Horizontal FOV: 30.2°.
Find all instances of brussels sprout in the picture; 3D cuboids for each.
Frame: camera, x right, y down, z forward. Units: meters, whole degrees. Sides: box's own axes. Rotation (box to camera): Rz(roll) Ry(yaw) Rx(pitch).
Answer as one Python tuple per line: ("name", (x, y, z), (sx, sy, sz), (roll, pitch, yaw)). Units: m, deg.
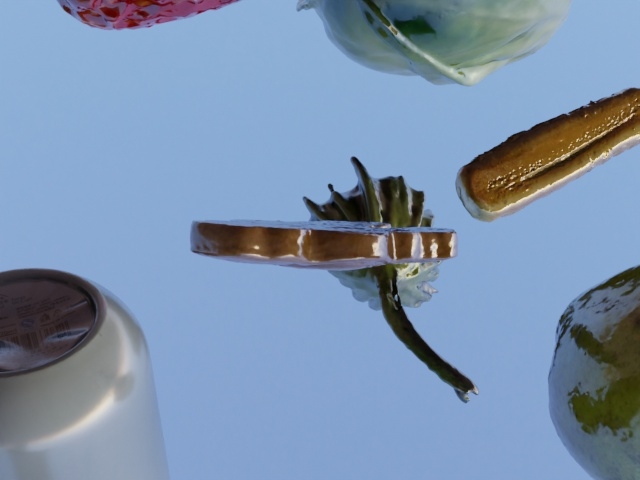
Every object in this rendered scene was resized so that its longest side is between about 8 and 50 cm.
("brussels sprout", (0.156, -0.392, 1.700), (0.425, 0.343, 0.361), (10, -157, 13))

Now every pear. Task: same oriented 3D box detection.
("pear", (0.341, 0.125, 1.014), (0.307, 0.253, 0.253), (1, -137, 36))

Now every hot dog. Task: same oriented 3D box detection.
("hot dog", (0.274, -0.099, 1.351), (0.285, 0.061, 0.088), (-21, -102, -21))

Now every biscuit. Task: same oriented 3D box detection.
("biscuit", (0.000, 0.004, 1.137), (0.295, 0.044, 0.186), (0, -178, -45))

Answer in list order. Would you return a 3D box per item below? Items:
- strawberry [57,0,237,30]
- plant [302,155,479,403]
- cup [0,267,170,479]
("strawberry", (-0.068, -0.215, 0.682), (0.244, 0.205, 0.205), (-37, -140, 28))
("plant", (0.103, 0.027, 1.526), (0.251, 0.180, 0.333), (32, -173, -19))
("cup", (-0.227, 0.188, 0.987), (0.205, 0.312, 0.205), (-1, -147, 1))
